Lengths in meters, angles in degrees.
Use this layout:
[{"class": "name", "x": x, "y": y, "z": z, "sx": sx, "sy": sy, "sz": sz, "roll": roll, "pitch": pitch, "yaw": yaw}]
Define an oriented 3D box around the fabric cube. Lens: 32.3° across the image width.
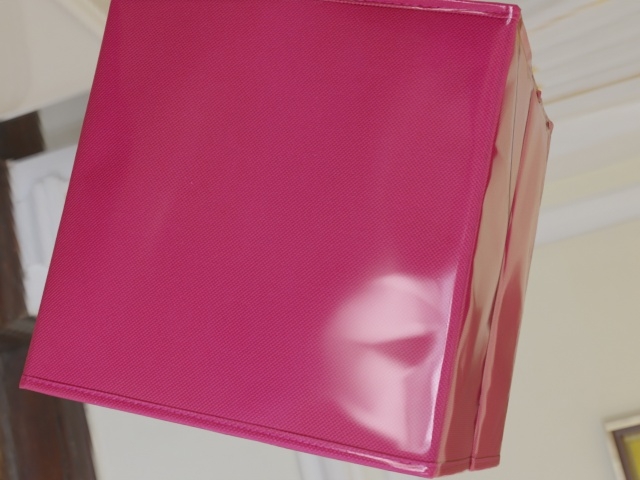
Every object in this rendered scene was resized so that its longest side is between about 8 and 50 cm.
[{"class": "fabric cube", "x": 0.000, "y": 0.000, "z": 0.727, "sx": 0.259, "sy": 0.254, "sz": 0.258, "roll": 31, "pitch": 68, "yaw": -71}]
